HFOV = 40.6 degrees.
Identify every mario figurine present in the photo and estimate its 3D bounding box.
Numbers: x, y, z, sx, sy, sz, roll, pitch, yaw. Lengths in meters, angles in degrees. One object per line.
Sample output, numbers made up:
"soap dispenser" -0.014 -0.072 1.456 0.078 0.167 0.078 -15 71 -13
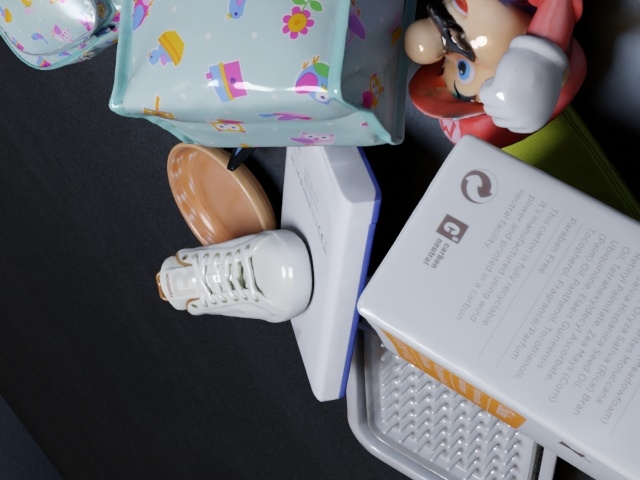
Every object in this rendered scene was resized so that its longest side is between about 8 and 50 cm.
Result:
"mario figurine" 0.116 -0.201 0.610 0.170 0.198 0.320 18 132 18

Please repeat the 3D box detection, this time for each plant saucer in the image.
"plant saucer" -0.122 -0.045 1.119 0.200 0.037 0.200 35 145 29

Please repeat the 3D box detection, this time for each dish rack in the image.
"dish rack" 0.158 0.184 1.021 0.286 0.072 0.332 24 138 29

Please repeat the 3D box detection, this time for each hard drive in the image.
"hard drive" 0.000 0.000 0.950 0.318 0.040 0.210 97 160 -46

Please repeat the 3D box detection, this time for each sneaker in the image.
"sneaker" -0.112 0.053 1.014 0.290 0.123 0.105 -13 87 61

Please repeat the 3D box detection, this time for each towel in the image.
"towel" 0.233 -0.031 0.784 0.237 0.021 0.102 54 144 -7

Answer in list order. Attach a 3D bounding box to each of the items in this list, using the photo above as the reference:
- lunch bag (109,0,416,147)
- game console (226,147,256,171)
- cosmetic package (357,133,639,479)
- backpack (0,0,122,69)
"lunch bag" -0.037 -0.216 0.713 0.223 0.262 0.160 1 170 26
"game console" -0.091 -0.155 0.974 0.071 0.107 0.122 26 150 -18
"cosmetic package" 0.267 0.121 0.667 0.453 0.161 0.230 30 173 16
"backpack" -0.296 -0.282 0.977 0.188 0.144 0.166 -21 108 39
